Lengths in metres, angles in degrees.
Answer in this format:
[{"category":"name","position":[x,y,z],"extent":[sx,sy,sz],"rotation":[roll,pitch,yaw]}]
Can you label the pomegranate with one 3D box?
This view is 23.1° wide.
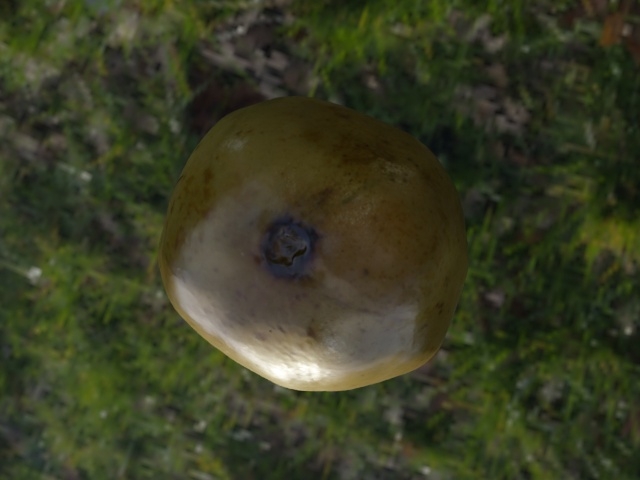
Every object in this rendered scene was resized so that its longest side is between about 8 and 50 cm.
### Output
[{"category":"pomegranate","position":[0.000,0.000,0.924],"extent":[0.196,0.196,0.196],"rotation":[14,152,8]}]
